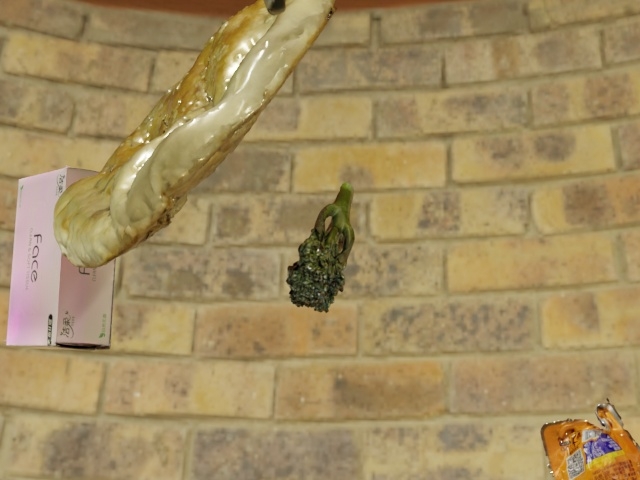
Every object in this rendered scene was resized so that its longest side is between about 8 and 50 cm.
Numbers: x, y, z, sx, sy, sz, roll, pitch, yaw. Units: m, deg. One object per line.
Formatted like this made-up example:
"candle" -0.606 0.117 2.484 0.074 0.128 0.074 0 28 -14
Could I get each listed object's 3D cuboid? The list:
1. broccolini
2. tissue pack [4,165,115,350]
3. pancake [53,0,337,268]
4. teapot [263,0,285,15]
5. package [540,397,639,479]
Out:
"broccolini" 0.019 -0.004 1.091 0.068 0.203 0.091 -3 -50 29
"tissue pack" -0.365 0.031 1.362 0.092 0.246 0.148 9 -11 -43
"pancake" -0.125 -0.119 0.940 0.082 0.387 0.387 43 -42 -16
"teapot" -0.037 -0.284 0.627 0.225 0.171 0.203 53 -45 -4
"package" 0.195 0.164 0.649 0.077 0.111 0.033 -24 -31 9
